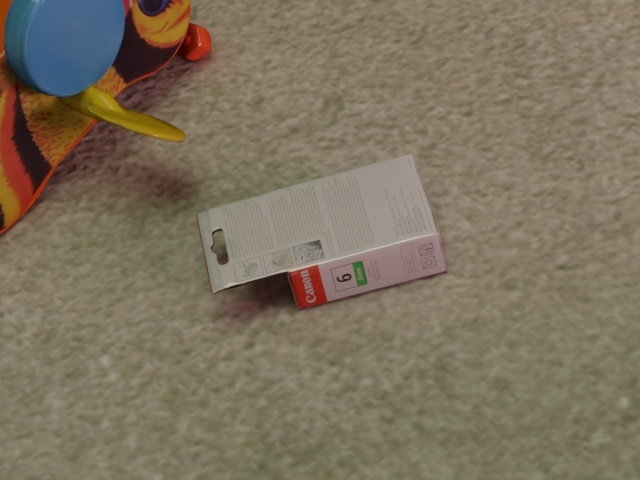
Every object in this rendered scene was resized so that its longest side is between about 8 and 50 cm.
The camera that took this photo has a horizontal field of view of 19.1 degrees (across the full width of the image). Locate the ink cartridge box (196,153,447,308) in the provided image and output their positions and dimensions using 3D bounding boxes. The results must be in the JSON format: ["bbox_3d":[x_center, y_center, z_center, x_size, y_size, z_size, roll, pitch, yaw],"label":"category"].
[{"bbox_3d":[0.000,0.000,0.946,0.115,0.029,0.063,-15,43,1],"label":"ink cartridge box"}]

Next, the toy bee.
[{"bbox_3d":[-0.125,-0.108,1.029,0.298,0.162,0.195,-42,53,6],"label":"toy bee"}]
